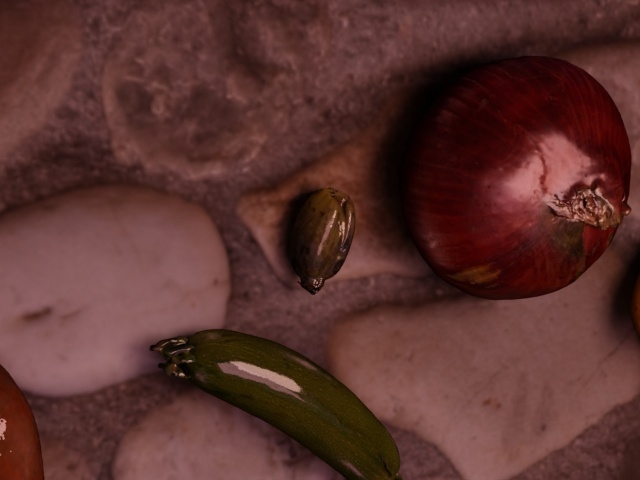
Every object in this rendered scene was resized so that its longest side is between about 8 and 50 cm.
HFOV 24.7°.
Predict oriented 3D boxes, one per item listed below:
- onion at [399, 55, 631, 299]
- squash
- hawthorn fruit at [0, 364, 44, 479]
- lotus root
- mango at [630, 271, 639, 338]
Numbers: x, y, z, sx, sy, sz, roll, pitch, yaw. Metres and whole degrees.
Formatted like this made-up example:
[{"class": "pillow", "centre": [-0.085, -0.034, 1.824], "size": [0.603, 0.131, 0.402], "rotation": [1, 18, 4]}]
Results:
[{"class": "onion", "centre": [0.192, -0.059, 1.369], "size": [0.248, 0.161, 0.248], "rotation": [5, 79, -25]}, {"class": "squash", "centre": [-0.018, 0.152, 1.356], "size": [0.318, 0.080, 0.071], "rotation": [36, 47, -30]}, {"class": "hawthorn fruit", "centre": [-0.301, 0.204, 1.167], "size": [0.199, 0.199, 0.251], "rotation": [-38, 127, -14]}, {"class": "lotus root", "centre": [0.000, 0.000, 1.337], "size": [0.054, 0.049, 0.099], "rotation": [11, 97, -37]}, {"class": "mango", "centre": [0.457, 0.042, 1.528], "size": [0.295, 0.120, 0.177], "rotation": [-5, 83, -30]}]
